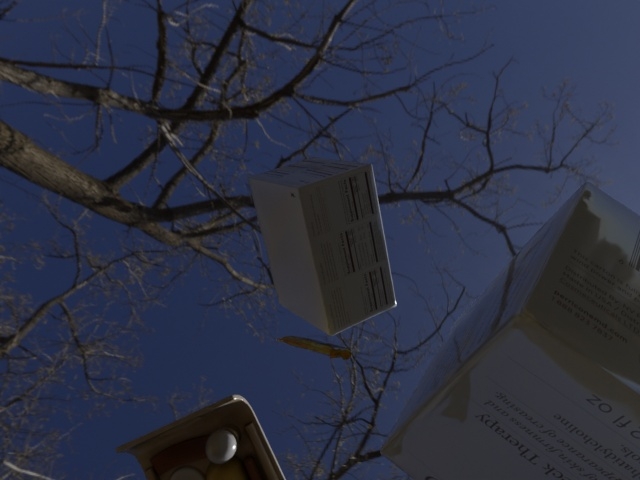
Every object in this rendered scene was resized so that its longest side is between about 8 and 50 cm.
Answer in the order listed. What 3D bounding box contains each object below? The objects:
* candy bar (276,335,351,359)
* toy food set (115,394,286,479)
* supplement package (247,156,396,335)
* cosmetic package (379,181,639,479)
[{"bbox_3d":[-0.011,0.157,0.831,0.161,0.040,0.018,-1,-101,57],"label":"candy bar"},{"bbox_3d":[-0.167,0.425,0.885,0.220,0.092,0.306,-26,-95,6],"label":"toy food set"},{"bbox_3d":[0.000,0.000,0.992,0.145,0.261,0.204,-20,-160,-25],"label":"supplement package"},{"bbox_3d":[0.354,0.208,0.779,0.329,0.393,0.327,36,-133,11],"label":"cosmetic package"}]
